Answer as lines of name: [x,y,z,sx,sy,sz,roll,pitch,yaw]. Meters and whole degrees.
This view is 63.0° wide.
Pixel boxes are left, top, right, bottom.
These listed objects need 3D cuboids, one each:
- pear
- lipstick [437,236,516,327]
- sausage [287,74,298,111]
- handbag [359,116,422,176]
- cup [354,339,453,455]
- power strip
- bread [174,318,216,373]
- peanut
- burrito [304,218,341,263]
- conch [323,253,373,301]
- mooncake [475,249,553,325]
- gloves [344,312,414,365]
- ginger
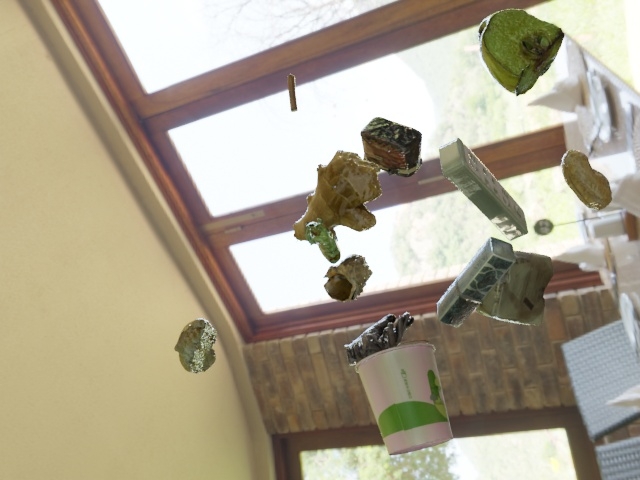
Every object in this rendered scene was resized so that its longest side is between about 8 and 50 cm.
pear: [0.606,-0.609,1.695,0.255,0.238,0.164,38,171,20]
lipstick: [0.403,0.112,1.374,0.076,0.077,0.290,-78,10,-49]
sausage: [-0.087,-0.460,1.632,0.026,0.026,0.116,-3,-92,-70]
handbag: [0.280,-0.360,2.079,0.181,0.254,0.181,-49,-33,-26]
cup: [0.248,0.461,1.509,0.253,0.253,0.274,44,-151,-57]
power strip: [0.420,-0.113,1.304,0.385,0.062,0.091,34,-136,-37]
bread: [-0.315,0.266,1.310,0.232,0.088,0.128,99,-178,-73]
peanut: [0.641,-0.148,1.261,0.174,0.080,0.080,47,-151,-15]
burrito: [0.000,0.000,1.539,0.054,0.104,0.288,-61,-17,-11]
conch: [0.079,0.122,1.664,0.130,0.207,0.155,51,-134,-34]
mooncake: [0.659,0.155,1.794,0.254,0.136,0.250,11,-93,-25]
gloves: [0.209,0.346,1.859,0.119,0.285,0.142,52,-173,-34]
ginger: [0.063,-0.105,1.658,0.375,0.236,0.166,115,177,-48]
